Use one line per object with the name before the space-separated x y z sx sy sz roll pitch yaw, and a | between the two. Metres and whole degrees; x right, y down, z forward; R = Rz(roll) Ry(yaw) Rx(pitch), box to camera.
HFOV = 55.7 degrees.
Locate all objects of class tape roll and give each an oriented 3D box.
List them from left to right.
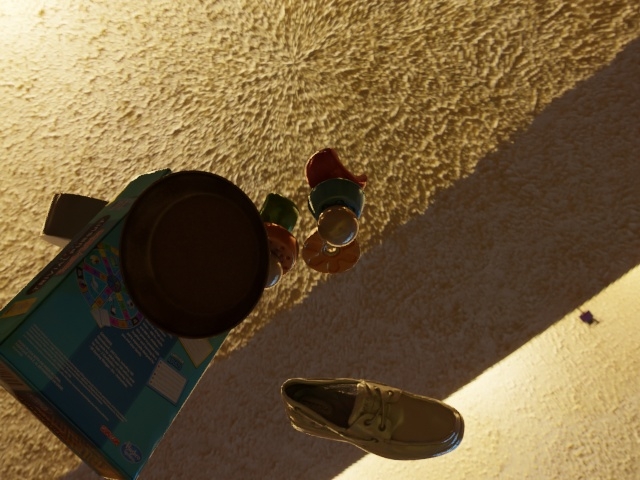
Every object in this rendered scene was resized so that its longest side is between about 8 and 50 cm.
tape roll | -0.341 -0.006 1.000 0.219 0.219 0.072 16 -103 -7

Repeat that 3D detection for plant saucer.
plant saucer | -0.146 0.017 0.722 0.198 0.036 0.199 0 -89 17

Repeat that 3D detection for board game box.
board game box | -0.252 0.104 0.822 0.079 0.336 0.254 -7 -53 34

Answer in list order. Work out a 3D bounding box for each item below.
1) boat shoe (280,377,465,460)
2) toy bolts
boat shoe | 0.068 0.254 0.889 0.277 0.098 0.096 2 -36 19
toy bolts | 0.000 0.000 0.941 0.218 0.158 0.228 30 -55 -23
